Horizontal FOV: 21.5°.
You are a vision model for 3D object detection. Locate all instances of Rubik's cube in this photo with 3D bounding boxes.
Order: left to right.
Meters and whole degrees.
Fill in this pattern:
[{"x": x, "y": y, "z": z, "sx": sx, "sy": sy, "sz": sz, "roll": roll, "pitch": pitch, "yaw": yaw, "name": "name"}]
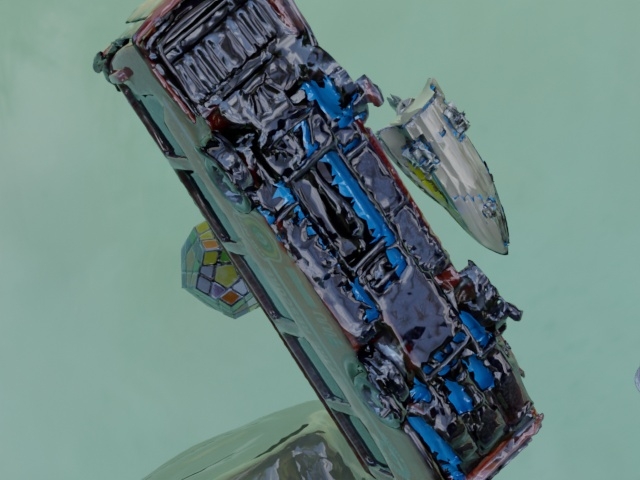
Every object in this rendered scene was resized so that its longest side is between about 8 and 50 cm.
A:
[{"x": -0.089, "y": 0.024, "z": 1.705, "sx": 0.111, "sy": 0.111, "sz": 0.093, "roll": -32, "pitch": 73, "yaw": -14, "name": "Rubik's cube"}]

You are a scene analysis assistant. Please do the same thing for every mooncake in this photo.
[{"x": -0.074, "y": 0.253, "z": 1.547, "sx": 0.275, "sy": 0.275, "sz": 0.135, "roll": -29, "pitch": 92, "yaw": -14, "name": "mooncake"}]

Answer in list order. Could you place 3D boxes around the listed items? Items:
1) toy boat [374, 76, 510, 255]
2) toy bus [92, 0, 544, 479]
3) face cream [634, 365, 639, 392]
[{"x": 0.133, "y": -0.060, "z": 1.633, "sx": 0.084, "sy": 0.066, "sz": 0.210, "roll": -47, "pitch": 121, "yaw": -19, "name": "toy boat"}, {"x": 0.000, "y": 0.000, "z": 0.658, "sx": 0.073, "sy": 0.096, "sz": 0.235, "roll": -40, "pitch": 109, "yaw": -22, "name": "toy bus"}, {"x": 0.379, "y": 0.103, "z": 1.583, "sx": 0.229, "sy": 0.075, "sz": 0.075, "roll": -14, "pitch": 76, "yaw": -39, "name": "face cream"}]
